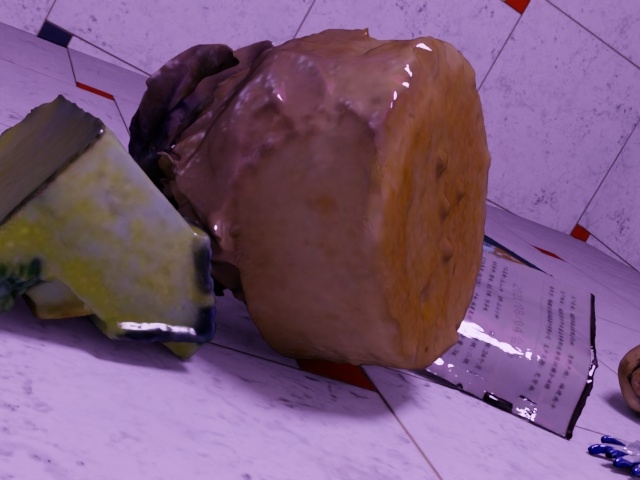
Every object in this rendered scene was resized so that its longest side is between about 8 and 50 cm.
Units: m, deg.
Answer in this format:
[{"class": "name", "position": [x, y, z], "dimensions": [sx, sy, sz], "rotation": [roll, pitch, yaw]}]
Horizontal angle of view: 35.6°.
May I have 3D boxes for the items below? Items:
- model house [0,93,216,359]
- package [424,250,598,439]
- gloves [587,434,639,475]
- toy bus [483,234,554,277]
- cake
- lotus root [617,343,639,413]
[{"class": "model house", "position": [-0.198, 0.013, 0.837], "dimensions": [0.211, 0.170, 0.194], "rotation": [50, -13, -32]}, {"class": "package", "position": [0.227, 0.097, 1.172], "dimensions": [0.204, 0.062, 0.251], "rotation": [25, 41, 1]}, {"class": "gloves", "position": [0.329, 0.233, 1.075], "dimensions": [0.086, 0.026, 0.064], "rotation": [5, 19, -47]}, {"class": "toy bus", "position": [0.182, 0.036, 1.433], "dimensions": [0.167, 0.138, 0.275], "rotation": [16, 14, -41]}, {"class": "cake", "position": [-0.023, -0.044, 0.983], "dimensions": [0.321, 0.332, 0.332], "rotation": [7, 3, 25]}, {"class": "lotus root", "position": [0.478, 0.192, 1.354], "dimensions": [0.221, 0.118, 0.125], "rotation": [13, 47, -55]}]
